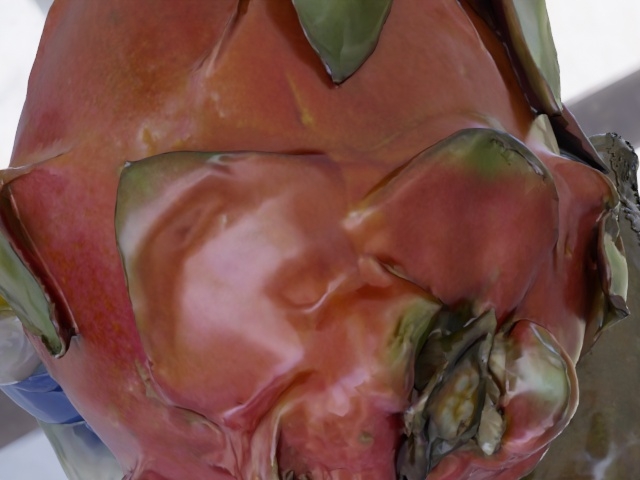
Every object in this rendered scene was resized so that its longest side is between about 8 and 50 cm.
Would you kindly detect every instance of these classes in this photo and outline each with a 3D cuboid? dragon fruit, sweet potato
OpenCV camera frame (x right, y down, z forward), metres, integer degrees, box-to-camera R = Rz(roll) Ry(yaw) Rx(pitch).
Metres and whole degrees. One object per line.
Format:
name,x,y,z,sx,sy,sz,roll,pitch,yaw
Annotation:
dragon fruit,-0.001,-0.003,0.676,0.224,0.227,0.224,-23,-24,-11
sweet potato,0.128,0.084,0.957,0.085,0.112,0.286,2,66,35

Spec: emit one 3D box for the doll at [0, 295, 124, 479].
doll,-0.067,0.070,1.017,0.187,0.365,0.376,-43,16,-7
